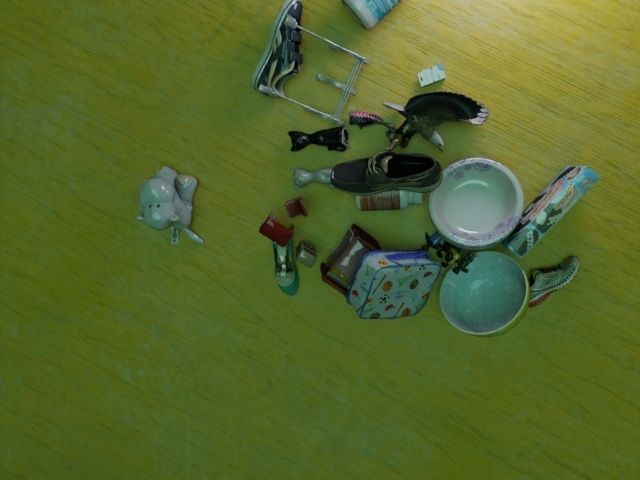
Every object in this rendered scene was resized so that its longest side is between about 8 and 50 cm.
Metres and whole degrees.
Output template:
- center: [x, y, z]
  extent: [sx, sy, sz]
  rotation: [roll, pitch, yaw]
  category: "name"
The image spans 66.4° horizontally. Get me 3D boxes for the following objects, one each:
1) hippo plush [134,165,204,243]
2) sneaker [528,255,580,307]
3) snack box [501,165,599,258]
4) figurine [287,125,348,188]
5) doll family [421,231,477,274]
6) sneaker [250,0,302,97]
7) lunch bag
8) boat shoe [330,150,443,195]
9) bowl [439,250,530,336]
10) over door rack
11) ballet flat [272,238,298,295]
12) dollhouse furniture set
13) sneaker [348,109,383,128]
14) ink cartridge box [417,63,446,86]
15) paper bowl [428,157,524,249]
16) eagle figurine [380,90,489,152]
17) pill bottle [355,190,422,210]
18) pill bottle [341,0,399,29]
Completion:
- center: [-0.574, -0.114, 1.723]
  extent: [0.234, 0.236, 0.294]
  rotation: [-1, 98, 10]
  category: "hippo plush"
- center: [0.747, 0.124, 1.607]
  extent: [0.225, 0.088, 0.093]
  rotation: [-41, 89, 13]
  category: "sneaker"
- center: [0.701, -0.094, 1.530]
  extent: [0.060, 0.187, 0.322]
  rotation: [41, 103, 2]
  category: "snack box"
- center: [-0.011, -0.279, 1.685]
  extent: [0.209, 0.092, 0.215]
  rotation: [1, 100, 18]
  category: "figurine"
- center: [0.425, 0.035, 1.644]
  extent: [0.111, 0.076, 0.193]
  rotation: [-47, 47, 10]
  category: "doll family"
- center: [-0.111, -0.630, 1.623]
  extent: [0.127, 0.126, 0.321]
  rotation: [31, 114, 9]
  category: "sneaker"
- center: [0.246, 0.136, 1.603]
  extent: [0.303, 0.115, 0.243]
  rotation: [-3, 122, -31]
  category: "lunch bag"
- center: [0.200, -0.226, 1.524]
  extent: [0.355, 0.130, 0.132]
  rotation: [-2, 67, 13]
  category: "boat shoe"
- center: [0.555, 0.193, 1.600]
  extent: [0.289, 0.289, 0.156]
  rotation: [-43, 133, 13]
  category: "bowl"
- center: [-0.026, -0.542, 1.581]
  extent: [0.324, 0.108, 0.240]
  rotation: [16, 104, -29]
  category: "over door rack"
- center: [-0.133, 0.087, 1.754]
  extent: [0.083, 0.087, 0.247]
  rotation: [-5, 98, 10]
  category: "ballet flat"
- center: [0.000, 0.000, 1.637]
  extent: [0.374, 0.152, 0.201]
  rotation: [33, 104, -14]
  category: "dollhouse furniture set"
- center: [0.152, -0.404, 1.657]
  extent: [0.119, 0.047, 0.057]
  rotation: [13, 123, 8]
  category: "sneaker"
- center: [0.363, -0.539, 1.601]
  extent: [0.083, 0.028, 0.048]
  rotation: [-17, 95, 12]
  category: "ink cartridge box"
- center: [0.492, -0.110, 1.564]
  extent: [0.284, 0.148, 0.284]
  rotation: [-2, 83, 15]
  category: "paper bowl"
- center: [0.356, -0.385, 1.538]
  extent: [0.298, 0.226, 0.225]
  rotation: [-32, 129, 29]
  category: "eagle figurine"
- center: [0.228, -0.161, 1.635]
  extent: [0.216, 0.121, 0.121]
  rotation: [-1, 98, 10]
  category: "pill bottle"
- center: [0.201, -0.805, 1.528]
  extent: [0.264, 0.146, 0.146]
  rotation: [-42, 90, 14]
  category: "pill bottle"
